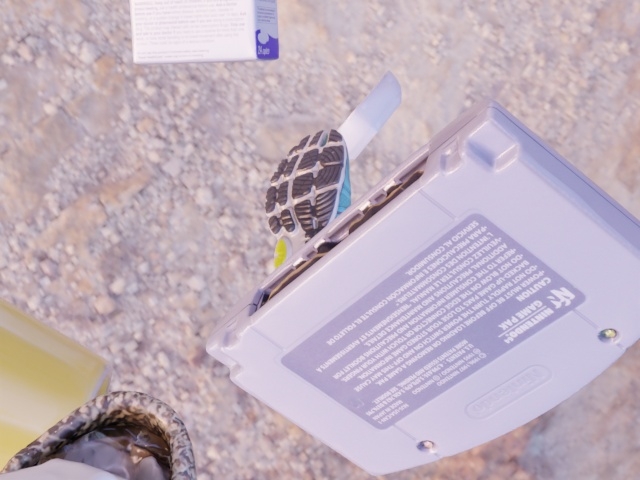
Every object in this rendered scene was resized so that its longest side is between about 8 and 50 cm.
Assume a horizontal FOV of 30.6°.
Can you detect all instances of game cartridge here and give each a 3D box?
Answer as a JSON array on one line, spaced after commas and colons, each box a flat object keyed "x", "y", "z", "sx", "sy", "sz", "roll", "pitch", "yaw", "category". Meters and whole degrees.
[{"x": 0.082, "y": 0.051, "z": 0.789, "sx": 0.196, "sy": 0.060, "sz": 0.294, "roll": 39, "pitch": 128, "yaw": -15, "category": "game cartridge"}]

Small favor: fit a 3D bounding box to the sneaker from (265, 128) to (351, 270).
[{"x": 0.000, "y": 0.000, "z": 1.409, "sx": 0.110, "sy": 0.107, "sz": 0.275, "roll": 30, "pitch": 57, "yaw": -53, "category": "sneaker"}]

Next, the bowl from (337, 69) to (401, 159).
[{"x": 0.073, "y": -0.192, "z": 1.877, "sx": 0.142, "sy": 0.053, "sz": 0.142, "roll": -52, "pitch": -179, "yaw": -38, "category": "bowl"}]

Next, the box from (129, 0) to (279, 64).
[{"x": -0.108, "y": -0.234, "z": 1.090, "sx": 0.072, "sy": 0.126, "sz": 0.137, "roll": -28, "pitch": 118, "yaw": -71, "category": "box"}]

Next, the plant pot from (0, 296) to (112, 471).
[{"x": -0.316, "y": 0.142, "z": 0.988, "sx": 0.239, "sy": 0.254, "sz": 0.254, "roll": 20, "pitch": 113, "yaw": -2, "category": "plant pot"}]

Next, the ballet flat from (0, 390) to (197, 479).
[{"x": -0.179, "y": 0.209, "z": 0.434, "sx": 0.483, "sy": 0.164, "sz": 0.182, "roll": -52, "pitch": 162, "yaw": -56, "category": "ballet flat"}]
